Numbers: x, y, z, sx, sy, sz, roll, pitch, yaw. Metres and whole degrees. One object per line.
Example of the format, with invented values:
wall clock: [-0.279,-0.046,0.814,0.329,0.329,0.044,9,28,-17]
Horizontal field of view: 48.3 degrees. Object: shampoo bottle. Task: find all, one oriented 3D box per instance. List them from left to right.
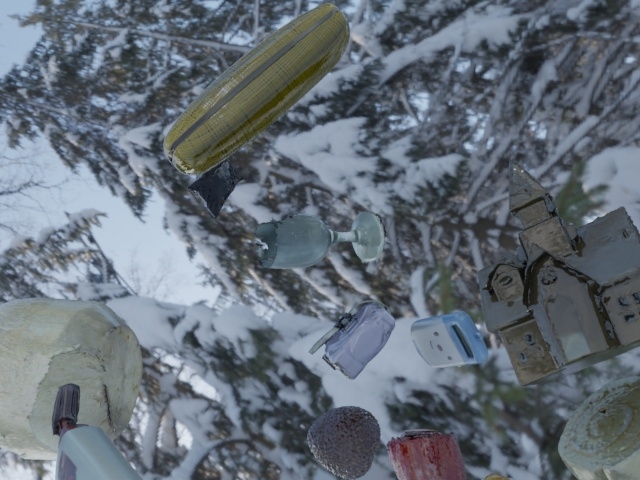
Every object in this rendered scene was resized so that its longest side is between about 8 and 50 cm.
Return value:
shampoo bottle: [-0.294,0.296,0.905,0.071,0.284,0.153,4,-71,-37]

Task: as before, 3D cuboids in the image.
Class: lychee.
lychee: [0.068,0.518,1.862,0.194,0.194,0.195,-19,-63,-40]

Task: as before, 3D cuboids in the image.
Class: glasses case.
glasses case: [-0.061,-0.153,0.730,0.234,0.064,0.079,-42,-7,-9]

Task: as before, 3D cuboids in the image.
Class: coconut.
coconut: [-0.585,0.292,1.518,0.346,0.359,0.347,0,-90,-81]

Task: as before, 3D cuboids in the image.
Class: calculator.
calculator: [0.279,0.218,1.557,0.039,0.210,0.121,-33,-84,-33]

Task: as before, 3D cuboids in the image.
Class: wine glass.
wine glass: [0.000,0.000,1.737,0.321,0.143,0.144,-3,-73,-35]

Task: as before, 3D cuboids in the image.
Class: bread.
bread: [0.353,0.238,0.760,0.134,0.148,0.141,-44,-84,-7]

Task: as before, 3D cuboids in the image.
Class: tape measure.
tape measure: [0.080,0.228,1.688,0.105,0.178,0.196,43,-108,-9]

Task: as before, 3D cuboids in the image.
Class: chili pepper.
chili pepper: [0.186,0.423,1.127,0.136,0.144,0.253,-4,-108,-25]

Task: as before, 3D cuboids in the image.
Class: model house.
model house: [0.251,0.014,0.782,0.176,0.180,0.248,17,-131,-58]

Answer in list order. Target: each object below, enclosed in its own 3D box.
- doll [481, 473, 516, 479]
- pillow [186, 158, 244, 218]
doll: [0.492,0.660,1.716,0.269,0.162,0.167,7,-73,-8]
pillow: [-0.216,-0.123,1.486,0.150,0.048,0.090,-64,-38,-47]
